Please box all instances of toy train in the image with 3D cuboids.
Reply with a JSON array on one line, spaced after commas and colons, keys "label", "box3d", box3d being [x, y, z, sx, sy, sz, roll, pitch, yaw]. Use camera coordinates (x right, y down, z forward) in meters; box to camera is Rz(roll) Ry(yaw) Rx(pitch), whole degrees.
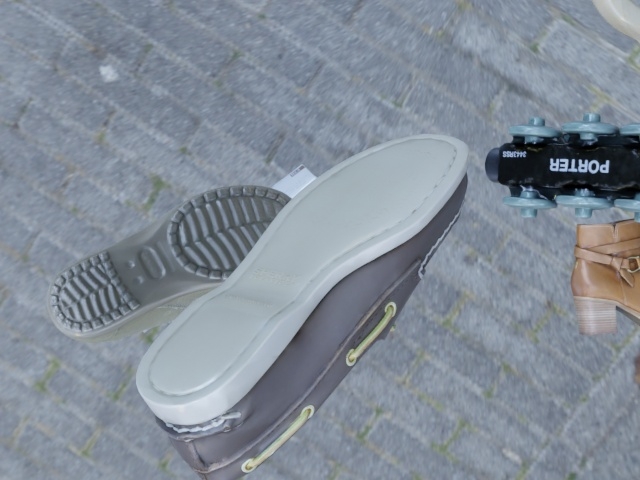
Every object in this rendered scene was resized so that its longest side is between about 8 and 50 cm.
[{"label": "toy train", "box3d": [0.390, -0.095, 1.551, 0.334, 0.190, 0.142, 5, 92, 45]}]

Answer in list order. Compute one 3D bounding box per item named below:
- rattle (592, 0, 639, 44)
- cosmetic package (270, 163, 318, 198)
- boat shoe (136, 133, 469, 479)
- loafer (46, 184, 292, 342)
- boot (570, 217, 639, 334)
[{"label": "rattle", "box3d": [0.335, -0.220, 1.025, 0.143, 0.130, 0.200, -27, 86, 57]}, {"label": "cosmetic package", "box3d": [0.000, 0.000, 1.915, 0.117, 0.085, 0.231, -40, 119, -2]}, {"label": "boat shoe", "box3d": [0.006, 0.040, 0.847, 0.116, 0.324, 0.097, 14, 138, 42]}, {"label": "loafer", "box3d": [-0.140, 0.025, 1.139, 0.268, 0.092, 0.102, -20, 77, -15]}, {"label": "boot", "box3d": [0.430, 0.045, 1.534, 0.197, 0.073, 0.152, -2, 89, -15]}]
